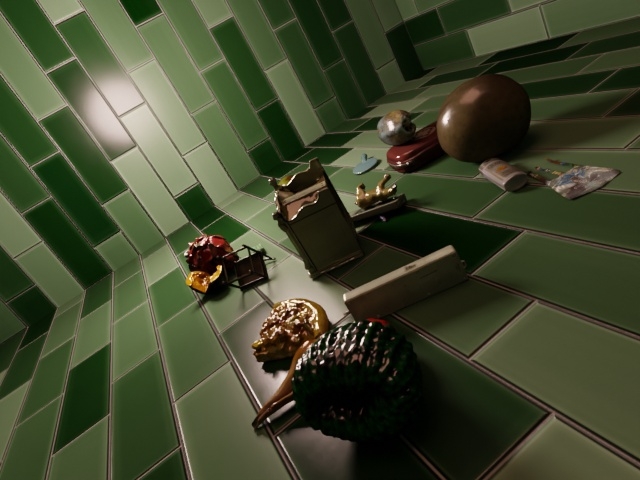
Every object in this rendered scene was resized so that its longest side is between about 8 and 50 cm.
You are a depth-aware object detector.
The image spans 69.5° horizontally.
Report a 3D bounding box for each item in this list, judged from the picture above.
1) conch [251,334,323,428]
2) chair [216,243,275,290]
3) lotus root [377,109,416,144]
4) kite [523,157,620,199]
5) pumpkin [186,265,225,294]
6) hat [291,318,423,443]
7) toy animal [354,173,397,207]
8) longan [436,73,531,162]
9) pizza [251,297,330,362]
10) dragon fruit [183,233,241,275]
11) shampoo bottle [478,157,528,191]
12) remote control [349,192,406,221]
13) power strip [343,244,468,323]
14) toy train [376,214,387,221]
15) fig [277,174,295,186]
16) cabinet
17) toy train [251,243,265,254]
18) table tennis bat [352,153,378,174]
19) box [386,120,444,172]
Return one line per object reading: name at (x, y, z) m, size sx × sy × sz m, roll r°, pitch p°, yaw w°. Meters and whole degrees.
conch at (-0.051, 0.360, 1.184) m, size 0.330 × 0.093 × 0.109 m, roll -53°, pitch 43°, yaw -3°
chair at (-0.300, 0.122, 1.938) m, size 0.154 × 0.141 × 0.260 m, roll -23°, pitch -22°, yaw 15°
lotus root at (0.343, -0.532, 2.220) m, size 0.140 × 0.158 × 0.322 m, roll -35°, pitch 12°, yaw -10°
kite at (0.779, -0.210, 1.455) m, size 0.169 × 0.015 × 0.310 m, roll -28°, pitch 24°, yaw 5°
pumpkin at (-0.499, 0.187, 2.069) m, size 0.183 × 0.108 × 0.119 m, roll -10°, pitch 35°, yaw 25°
hat at (0.102, 0.261, 1.019) m, size 0.274 × 0.242 × 0.332 m, roll -5°, pitch 18°, yaw 24°
toy animal at (0.228, -0.189, 1.889) m, size 0.218 × 0.103 × 0.101 m, roll -17°, pitch 28°, yaw 28°
longan at (0.638, -0.480, 1.823) m, size 0.361 × 0.361 × 0.361 m, roll -25°, pitch 22°, yaw 11°
pizza at (-0.071, 0.248, 1.444) m, size 0.257 × 0.087 × 0.268 m, roll -18°, pitch 22°, yaw 20°
dragon fruit at (-0.497, 0.090, 2.185) m, size 0.293 × 0.234 × 0.234 m, roll 21°, pitch 43°, yaw 16°
shampoo bottle at (0.639, -0.235, 1.623) m, size 0.086 × 0.056 × 0.227 m, roll -26°, pitch 22°, yaw 8°
remote control at (0.213, -0.129, 1.918) m, size 0.285 × 0.038 × 0.123 m, roll -16°, pitch 12°, yaw 33°
power strip at (0.226, 0.132, 1.280) m, size 0.367 × 0.106 × 0.043 m, roll -26°, pitch 24°, yaw 10°
toy train at (0.247, -0.092, 1.856) m, size 0.017 × 0.017 × 0.083 m, roll -33°, pitch 23°, yaw -5°
fig at (-0.147, -0.236, 2.476) m, size 0.203 × 0.203 × 0.225 m, roll -85°, pitch 18°, yaw -64°
cabinet at (-0.024, -0.087, 1.718) m, size 0.227 × 0.318 × 0.290 m, roll -26°, pitch 35°, yaw 9°
toy train at (-0.296, 0.050, 2.206) m, size 0.056 × 0.038 × 0.093 m, roll -27°, pitch 21°, yaw -10°
table tennis bat at (0.247, -0.427, 2.561) m, size 0.149 × 0.038 × 0.237 m, roll -25°, pitch 27°, yaw 15°
box at (0.508, -0.464, 2.212) m, size 0.404 × 0.108 × 0.263 m, roll -31°, pitch 22°, yaw -3°
